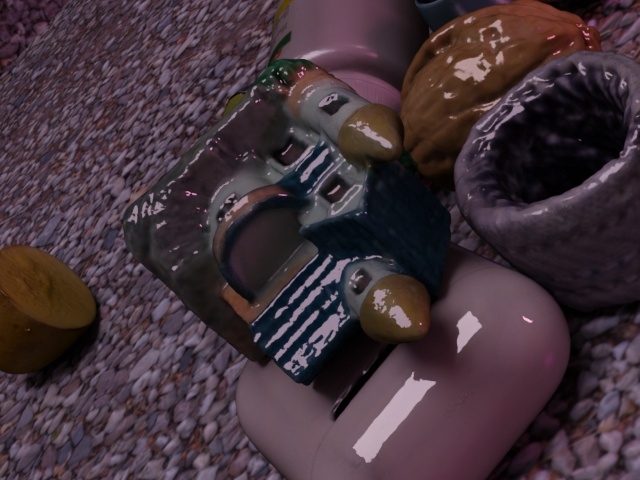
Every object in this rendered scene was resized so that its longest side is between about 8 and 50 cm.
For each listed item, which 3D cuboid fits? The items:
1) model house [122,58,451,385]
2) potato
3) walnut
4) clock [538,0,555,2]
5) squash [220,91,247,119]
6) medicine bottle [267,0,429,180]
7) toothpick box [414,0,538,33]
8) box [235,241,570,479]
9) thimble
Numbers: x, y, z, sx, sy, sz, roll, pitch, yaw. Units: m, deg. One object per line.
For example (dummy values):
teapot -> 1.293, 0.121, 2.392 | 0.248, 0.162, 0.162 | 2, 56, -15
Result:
model house -> 0.000, 0.000, 1.261 | 0.267, 0.194, 0.325 | -46, 29, -2
potato -> -0.444, 0.125, 2.082 | 0.158, 0.178, 0.203 | -58, 39, 17
walnut -> 0.190, -0.149, 1.481 | 0.245, 0.198, 0.198 | -33, 31, 27
clock -> 0.277, -0.413, 1.721 | 0.244, 0.200, 0.317 | -50, 19, -10
squash -> -0.122, -0.116, 2.003 | 0.095, 0.095, 0.188 | -17, 44, 45
medicine bottle -> 0.033, -0.179, 1.721 | 0.208, 0.208, 0.339 | -33, 31, 27
toothpick box -> 0.197, -0.247, 1.600 | 0.120, 0.184, 0.120 | -34, 30, 23
box -> 0.068, 0.128, 1.344 | 0.288, 0.141, 0.349 | -49, 27, -6
thimble -> 0.257, -0.054, 1.298 | 0.245, 0.157, 0.217 | 3, 58, 58
